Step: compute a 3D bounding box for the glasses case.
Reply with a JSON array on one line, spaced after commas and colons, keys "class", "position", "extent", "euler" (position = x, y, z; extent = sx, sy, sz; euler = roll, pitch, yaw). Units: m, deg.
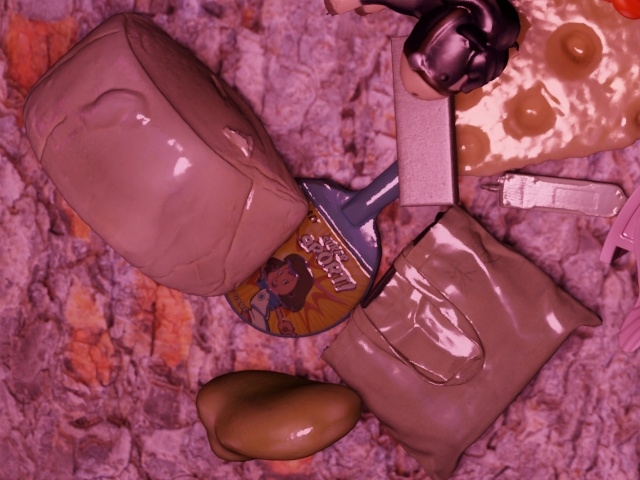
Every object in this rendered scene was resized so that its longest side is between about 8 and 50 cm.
[{"class": "glasses case", "position": [0.127, -0.144, 1.213], "extent": [0.071, 0.047, 0.204], "euler": [-2, 96, 19]}]

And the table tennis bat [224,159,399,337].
[{"class": "table tennis bat", "position": [0.000, 0.000, 1.383], "extent": [0.329, 0.044, 0.215], "euler": [-38, 87, 17]}]

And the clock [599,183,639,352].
[{"class": "clock", "position": [0.477, 0.040, 1.215], "extent": [0.275, 0.080, 0.290], "euler": [46, 124, 16]}]

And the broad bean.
[{"class": "broad bean", "position": [-0.052, 0.241, 1.350], "extent": [0.263, 0.189, 0.121], "euler": [1, 102, 51]}]

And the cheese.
[{"class": "cheese", "position": [0.254, -0.214, 1.253], "extent": [0.384, 0.104, 0.383], "euler": [2, 99, 11]}]

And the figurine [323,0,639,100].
[{"class": "figurine", "position": [0.190, -0.323, 1.061], "extent": [0.412, 0.241, 0.306], "euler": [-30, 69, 26]}]

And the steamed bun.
[{"class": "steamed bun", "position": [-0.218, -0.105, 1.297], "extent": [0.247, 0.236, 0.383], "euler": [-42, 82, 18]}]

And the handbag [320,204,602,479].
[{"class": "handbag", "position": [0.168, 0.134, 1.331], "extent": [0.253, 0.109, 0.316], "euler": [40, 110, 2]}]

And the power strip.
[{"class": "power strip", "position": [0.303, -0.060, 1.307], "extent": [0.191, 0.030, 0.047], "euler": [7, 102, 11]}]
